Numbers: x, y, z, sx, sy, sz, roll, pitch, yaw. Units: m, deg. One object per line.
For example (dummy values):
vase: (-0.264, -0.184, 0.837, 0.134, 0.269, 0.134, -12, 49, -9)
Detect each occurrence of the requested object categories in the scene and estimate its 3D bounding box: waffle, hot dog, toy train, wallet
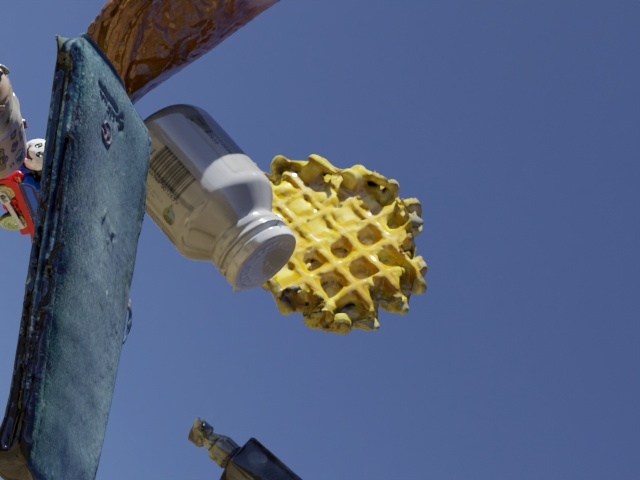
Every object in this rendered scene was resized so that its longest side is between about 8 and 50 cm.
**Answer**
waffle: (0.000, -0.002, 1.928, 0.281, 0.262, 0.060, 11, -41, 2)
hot dog: (-0.165, -0.280, 1.886, 0.122, 0.272, 0.196, 51, -10, 2)
toy train: (-0.399, -0.076, 2.189, 0.204, 0.131, 0.082, 87, -9, -64)
wallet: (-0.193, 0.036, 1.243, 0.046, 0.379, 0.190, 0, -26, 10)

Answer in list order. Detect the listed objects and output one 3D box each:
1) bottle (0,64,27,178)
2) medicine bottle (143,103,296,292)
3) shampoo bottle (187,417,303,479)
bottle: (-0.400, -0.151, 1.857, 0.099, 0.099, 0.152, 40, -29, 24)
medicine bottle: (-0.128, -0.046, 1.810, 0.215, 0.135, 0.135, 48, -25, 24)
shampoo bottle: (-0.069, 0.281, 1.827, 0.208, 0.057, 0.063, 35, -41, 11)
